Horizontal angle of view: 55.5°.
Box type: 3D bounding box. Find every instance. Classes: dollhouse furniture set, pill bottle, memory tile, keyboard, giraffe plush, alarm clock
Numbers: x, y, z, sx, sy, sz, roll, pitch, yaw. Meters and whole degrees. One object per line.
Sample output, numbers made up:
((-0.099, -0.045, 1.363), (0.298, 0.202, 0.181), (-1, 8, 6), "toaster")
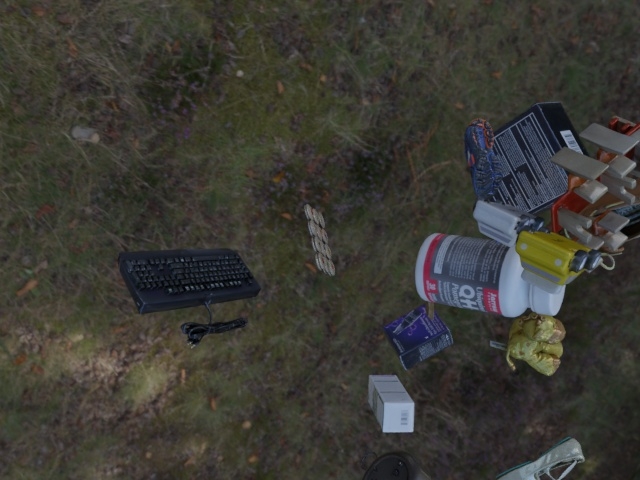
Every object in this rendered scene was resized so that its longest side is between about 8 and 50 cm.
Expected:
((0.530, -0.115, 1.155), (0.259, 0.135, 0.262), (-38, 137, -12), "dollhouse furniture set")
((0.402, 0.085, 1.443), (0.176, 0.319, 0.176), (-15, 109, -53), "pill bottle")
((0.000, 0.000, 1.291), (0.012, 0.147, 0.113), (-17, 162, 13), "memory tile")
((-0.220, 0.096, 1.142), (0.033, 0.201, 0.317), (-40, 161, 27), "keyboard")
((0.608, 0.259, 1.704), (0.211, 0.181, 0.170), (4, 138, -15), "giraffe plush")
((0.123, 0.440, 1.109), (0.129, 0.192, 0.064), (-46, 113, -10), "alarm clock")

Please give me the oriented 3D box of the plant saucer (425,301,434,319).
((0.340, 0.206, 1.899), (0.015, 0.083, 0.083), (-2, 119, 1), "plant saucer")

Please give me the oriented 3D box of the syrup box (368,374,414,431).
((0.214, 0.498, 1.876), (0.097, 0.237, 0.093), (1, 97, -5), "syrup box")

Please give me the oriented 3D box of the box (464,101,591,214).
((0.672, -0.239, 1.937), (0.183, 0.294, 0.296), (-15, 77, -45), "box")

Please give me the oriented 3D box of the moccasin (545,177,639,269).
((0.691, -0.022, 1.482), (0.139, 0.380, 0.147), (51, 32, -21), "moccasin")

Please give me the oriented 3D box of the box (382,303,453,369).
((0.359, 0.353, 2.251), (0.207, 0.153, 0.108), (-29, 135, -3), "box")

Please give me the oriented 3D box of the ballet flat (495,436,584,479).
((0.589, 0.615, 1.623), (0.248, 0.086, 0.086), (-34, 136, 9), "ballet flat")

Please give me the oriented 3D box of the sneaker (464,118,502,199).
((0.441, -0.219, 1.669), (0.083, 0.087, 0.221), (-6, 91, -7), "sneaker")

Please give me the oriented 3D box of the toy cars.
((0.355, 0.006, 1.054), (0.177, 0.393, 0.087), (19, 104, -9), "toy cars")
